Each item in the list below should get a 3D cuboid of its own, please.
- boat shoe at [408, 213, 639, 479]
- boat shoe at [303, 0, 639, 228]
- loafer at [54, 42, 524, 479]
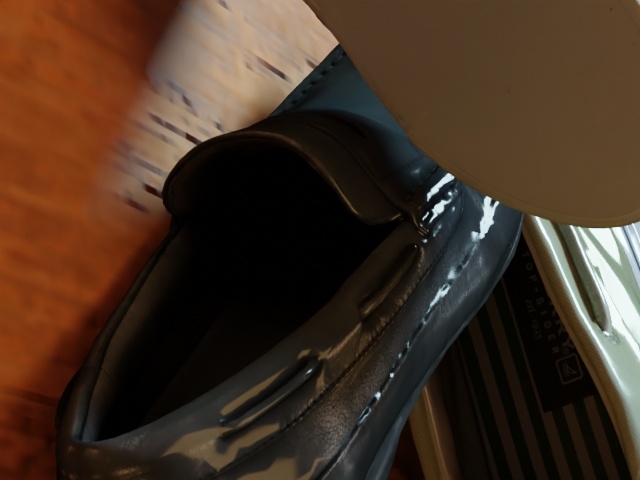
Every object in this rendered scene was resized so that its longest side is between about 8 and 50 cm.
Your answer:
[{"bbox_3d":[0.080,0.103,0.511,0.094,0.109,0.302,13,53,-55],"label":"boat shoe"},{"bbox_3d":[0.026,-0.079,0.435,0.183,0.065,0.083,41,25,9],"label":"boat shoe"},{"bbox_3d":[0.000,0.000,0.427,0.223,0.076,0.078,-63,143,-44],"label":"loafer"}]
